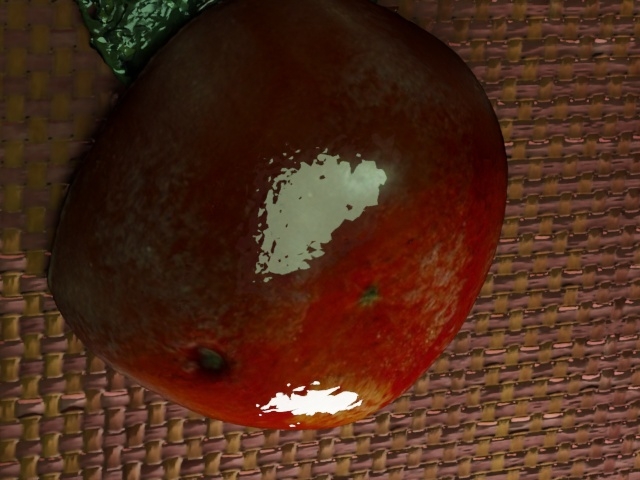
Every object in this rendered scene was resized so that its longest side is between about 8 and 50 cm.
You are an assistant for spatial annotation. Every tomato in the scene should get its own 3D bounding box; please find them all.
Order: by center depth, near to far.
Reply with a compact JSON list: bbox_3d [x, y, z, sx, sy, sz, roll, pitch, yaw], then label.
[{"bbox_3d":[0.000,0.003,1.194,0.338,0.143,0.338,-11,122,-18],"label":"tomato"}]

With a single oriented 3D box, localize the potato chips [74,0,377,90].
[{"bbox_3d":[-0.062,-0.198,1.167,0.220,0.029,0.202,-11,113,-21],"label":"potato chips"}]
